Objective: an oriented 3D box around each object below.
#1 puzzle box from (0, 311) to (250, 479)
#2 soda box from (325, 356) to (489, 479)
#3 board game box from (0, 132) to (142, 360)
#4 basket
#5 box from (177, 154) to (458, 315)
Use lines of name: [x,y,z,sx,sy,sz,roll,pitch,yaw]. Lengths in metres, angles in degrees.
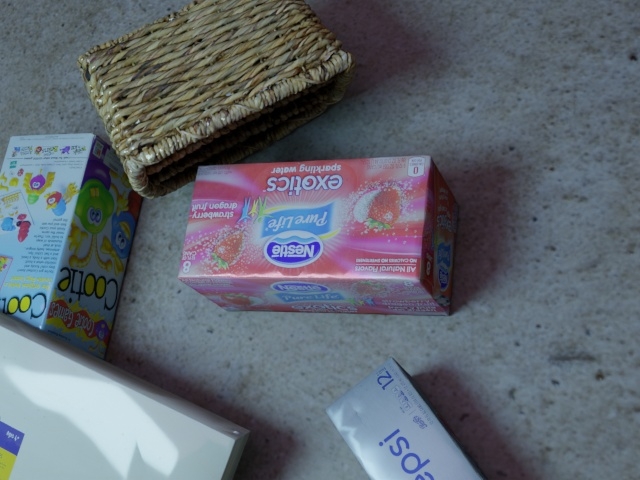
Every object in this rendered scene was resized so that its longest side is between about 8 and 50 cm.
puzzle box: [-0.311,0.263,1.010,0.409,0.052,0.272,23,97,15]
soda box: [0.127,0.266,0.897,0.098,0.091,0.286,-39,60,2]
board game box: [-0.359,0.009,1.175,0.144,0.142,0.275,2,70,22]
basket: [-0.116,-0.159,1.091,0.299,0.213,0.223,-28,55,-9]
box: [0.000,0.000,1.030,0.300,0.142,0.154,0,70,23]
